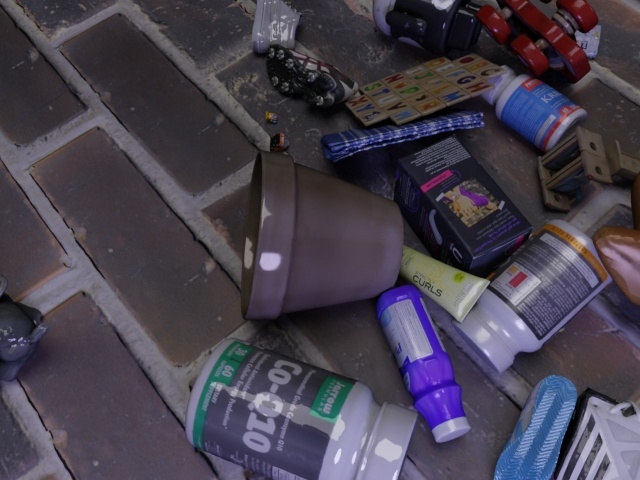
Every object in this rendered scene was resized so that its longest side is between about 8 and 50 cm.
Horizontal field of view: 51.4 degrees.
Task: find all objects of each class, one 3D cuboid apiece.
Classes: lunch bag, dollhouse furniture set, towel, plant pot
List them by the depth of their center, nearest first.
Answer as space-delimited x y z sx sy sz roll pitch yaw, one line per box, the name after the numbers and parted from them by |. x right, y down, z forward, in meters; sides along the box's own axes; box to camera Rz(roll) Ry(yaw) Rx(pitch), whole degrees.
0.000 0.000 1.293 0.280 0.323 0.323 5 59 -12 | plant pot
0.587 -0.133 1.425 0.183 0.129 0.129 15 58 -21 | dollhouse furniture set
0.167 -0.237 1.466 0.336 0.040 0.243 -12 15 -1 | towel
0.655 -0.495 1.653 0.071 0.053 0.083 12 70 13 | lunch bag

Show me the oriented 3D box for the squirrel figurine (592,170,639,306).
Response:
0.711 0.021 1.229 0.281 0.397 0.370 -27 12 29 | squirrel figurine

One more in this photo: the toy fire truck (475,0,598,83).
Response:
0.519 -0.476 1.547 0.169 0.254 0.302 -44 60 16 | toy fire truck

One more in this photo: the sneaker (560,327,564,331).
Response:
0.450 0.139 1.304 0.031 0.035 0.083 -32 62 -15 | sneaker

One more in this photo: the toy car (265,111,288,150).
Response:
-0.098 -0.264 1.576 0.040 0.060 0.122 7 62 -28 | toy car

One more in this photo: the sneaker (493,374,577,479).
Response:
0.378 0.346 1.164 0.087 0.092 0.229 29 85 17 | sneaker

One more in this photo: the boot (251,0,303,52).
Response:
-0.107 -0.601 1.763 0.123 0.095 0.258 4 68 0 | boot

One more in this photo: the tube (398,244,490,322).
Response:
0.216 0.069 1.290 0.062 0.070 0.240 -10 26 -32 | tube

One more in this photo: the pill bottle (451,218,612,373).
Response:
0.388 0.105 1.234 0.278 0.162 0.162 -42 64 -2 | pill bottle

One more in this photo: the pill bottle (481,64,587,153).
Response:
0.478 -0.301 1.510 0.124 0.124 0.221 -38 64 -17 | pill bottle

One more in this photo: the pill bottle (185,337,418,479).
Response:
-0.029 0.316 1.141 0.361 0.204 0.204 17 62 14 | pill bottle

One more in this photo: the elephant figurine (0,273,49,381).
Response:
-0.652 0.151 1.328 0.186 0.169 0.239 3 38 -27 | elephant figurine

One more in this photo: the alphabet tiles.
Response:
0.235 -0.353 1.538 0.342 0.011 0.285 -21 31 -3 | alphabet tiles

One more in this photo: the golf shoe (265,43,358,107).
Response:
-0.030 -0.404 1.641 0.120 0.105 0.273 -17 45 -40 | golf shoe

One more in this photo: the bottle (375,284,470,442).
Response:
0.188 0.225 1.227 0.092 0.118 0.283 -16 60 -8 | bottle

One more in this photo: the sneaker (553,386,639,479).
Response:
0.588 0.312 1.114 0.447 0.169 0.257 -32 64 -11 | sneaker

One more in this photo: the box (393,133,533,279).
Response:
0.280 -0.053 1.355 0.143 0.165 0.270 -25 61 -12 | box

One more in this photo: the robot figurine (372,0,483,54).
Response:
0.264 -0.565 1.659 0.278 0.209 0.173 26 90 17 | robot figurine
